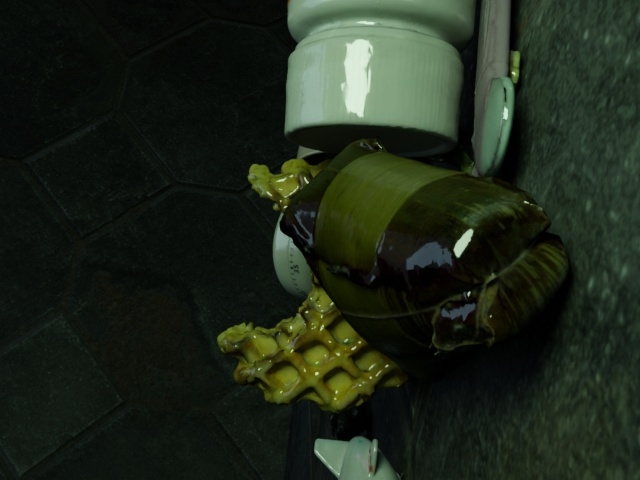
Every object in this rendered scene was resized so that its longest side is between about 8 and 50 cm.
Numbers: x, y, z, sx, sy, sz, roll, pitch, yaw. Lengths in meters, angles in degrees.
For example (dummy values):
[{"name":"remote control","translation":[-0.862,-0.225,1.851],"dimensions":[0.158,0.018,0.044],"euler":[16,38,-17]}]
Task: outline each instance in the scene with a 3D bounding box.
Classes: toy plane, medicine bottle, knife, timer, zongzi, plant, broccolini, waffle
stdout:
[{"name":"toy plane","translation":[0.047,0.368,0.860],"dimensions":[0.252,0.118,0.252],"euler":[-175,90,-85]},{"name":"medicine bottle","translation":[0.069,-0.289,0.770],"dimensions":[0.211,0.210,0.372],"euler":[154,121,-84]},{"name":"knife","translation":[0.185,-0.239,0.714],"dimensions":[0.132,0.038,0.399],"euler":[99,178,-68]},{"name":"timer","translation":[0.000,0.000,1.290],"dimensions":[0.233,0.240,0.234],"euler":[-21,-63,-47]},{"name":"zongzi","translation":[0.125,0.073,0.646],"dimensions":[0.318,0.154,0.289],"euler":[58,168,-27]},{"name":"plant","translation":[0.048,0.300,1.214],"dimensions":[0.174,0.087,0.085],"euler":[-82,-28,-72]},{"name":"broccolini","translation":[0.145,-0.119,0.851],"dimensions":[0.201,0.058,0.074],"euler":[-94,6,-71]},{"name":"waffle","translation":[0.017,0.057,0.883],"dimensions":[0.151,0.261,0.324],"euler":[-63,-16,-82]}]

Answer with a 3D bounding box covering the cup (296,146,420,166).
[{"name":"cup","translation":[0.070,-0.183,1.126],"dimensions":[0.253,0.191,0.201],"euler":[89,-171,-73]}]
